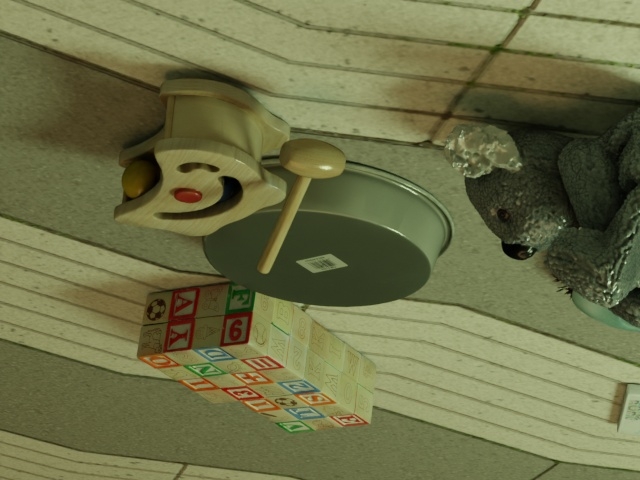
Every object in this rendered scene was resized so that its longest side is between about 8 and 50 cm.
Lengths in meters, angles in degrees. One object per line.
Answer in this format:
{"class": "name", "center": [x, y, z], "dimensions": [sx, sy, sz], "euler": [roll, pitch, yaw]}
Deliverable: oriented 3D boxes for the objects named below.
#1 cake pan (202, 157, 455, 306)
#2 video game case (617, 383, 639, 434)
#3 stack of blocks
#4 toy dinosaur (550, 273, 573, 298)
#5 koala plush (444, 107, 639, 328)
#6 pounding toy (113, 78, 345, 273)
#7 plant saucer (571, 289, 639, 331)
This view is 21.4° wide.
{"class": "cake pan", "center": [0.000, 0.000, 1.867], "dimensions": [0.293, 0.054, 0.293], "euler": [5, 155, 2]}
{"class": "video game case", "center": [0.476, 0.233, 2.276], "dimensions": [0.143, 0.019, 0.157], "euler": [4, 155, 7]}
{"class": "stack of blocks", "center": [-0.076, 0.155, 2.176], "dimensions": [0.171, 0.087, 0.297], "euler": [-9, 151, 31]}
{"class": "toy dinosaur", "center": [0.285, 0.027, 1.891], "dimensions": [0.090, 0.047, 0.082], "euler": [-18, 157, -29]}
{"class": "koala plush", "center": [0.235, -0.046, 1.609], "dimensions": [0.221, 0.203, 0.196], "euler": [17, 175, 32]}
{"class": "pounding toy", "center": [-0.116, -0.054, 1.660], "dimensions": [0.154, 0.155, 0.269], "euler": [19, 153, -34]}
{"class": "plant saucer", "center": [0.377, 0.063, 1.875], "dimensions": [0.195, 0.037, 0.195], "euler": [-6, 154, -3]}
